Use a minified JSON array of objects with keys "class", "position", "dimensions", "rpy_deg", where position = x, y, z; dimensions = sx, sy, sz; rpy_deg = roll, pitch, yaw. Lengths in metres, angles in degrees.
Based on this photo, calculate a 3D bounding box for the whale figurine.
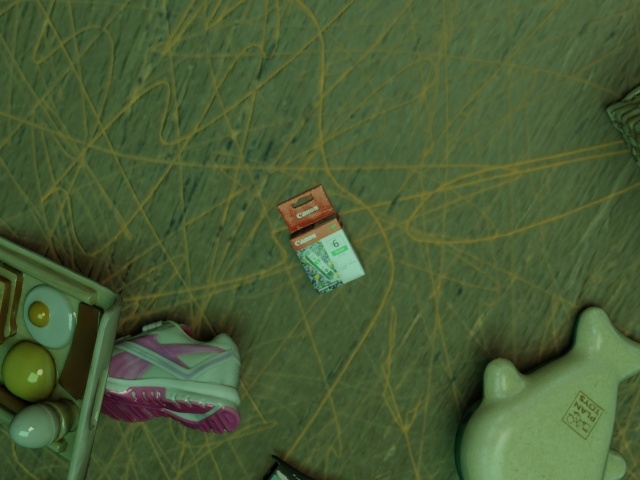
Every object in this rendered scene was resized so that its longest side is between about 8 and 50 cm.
[{"class":"whale figurine","position":[0.271,0.209,1.222],"dimensions":[0.216,0.141,0.272],"rpy_deg":[38,80,-9]}]

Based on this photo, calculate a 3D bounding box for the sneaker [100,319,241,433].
[{"class":"sneaker","position":[-0.199,0.152,1.227],"dimensions":[0.252,0.111,0.103],"rpy_deg":[7,148,17]}]

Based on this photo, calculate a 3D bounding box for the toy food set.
[{"class":"toy food set","position":[-0.366,0.124,1.169],"dimensions":[0.306,0.092,0.220],"rpy_deg":[22,108,25]}]

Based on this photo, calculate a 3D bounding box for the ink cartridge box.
[{"class":"ink cartridge box","position":[0.000,0.000,1.202],"dimensions":[0.062,0.029,0.115],"rpy_deg":[-25,105,10]}]

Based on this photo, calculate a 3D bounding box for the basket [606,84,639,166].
[{"class":"basket","position":[0.506,-0.089,1.005],"dimensions":[0.331,0.328,0.266],"rpy_deg":[-33,101,11]}]

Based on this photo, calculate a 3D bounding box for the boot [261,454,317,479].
[{"class":"boot","position":[-0.050,0.379,1.304],"dimensions":[0.137,0.077,0.198],"rpy_deg":[32,92,-3]}]
